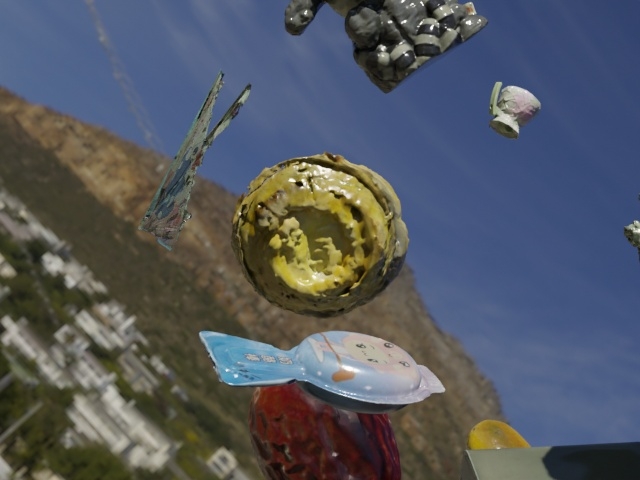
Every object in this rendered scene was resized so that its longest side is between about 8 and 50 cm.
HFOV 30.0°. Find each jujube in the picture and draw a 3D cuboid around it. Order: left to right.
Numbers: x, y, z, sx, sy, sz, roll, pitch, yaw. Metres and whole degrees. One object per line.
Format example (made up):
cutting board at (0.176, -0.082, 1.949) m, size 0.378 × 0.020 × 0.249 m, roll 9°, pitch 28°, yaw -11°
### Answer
jujube at (0.006, 0.266, 1.572) m, size 0.183 × 0.183 × 0.243 m, roll 122°, pitch -53°, yaw -69°

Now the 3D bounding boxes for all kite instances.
kite at (-0.194, -0.112, 1.805) m, size 0.014 × 0.406 × 0.368 m, roll 27°, pitch -45°, yaw -19°

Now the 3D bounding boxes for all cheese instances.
cheese at (0.007, 0.125, 1.176) m, size 0.135 × 0.244 × 0.052 m, roll -133°, pitch -126°, yaw -64°

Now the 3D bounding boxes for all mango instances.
mango at (0.312, 0.369, 1.996) m, size 0.161 × 0.103 × 0.076 m, roll 46°, pitch -45°, yaw 36°

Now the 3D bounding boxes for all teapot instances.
teapot at (0.275, -0.190, 1.742) m, size 0.083 × 0.064 × 0.064 m, roll 38°, pitch -13°, yaw -28°

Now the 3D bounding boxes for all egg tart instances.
egg tart at (0.000, 0.000, 1.839) m, size 0.279 × 0.279 × 0.095 m, roll 54°, pitch 6°, yaw -15°

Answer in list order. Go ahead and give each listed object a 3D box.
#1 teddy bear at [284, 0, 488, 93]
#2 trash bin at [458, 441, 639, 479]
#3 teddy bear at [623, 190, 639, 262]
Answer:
teddy bear at (0.053, -0.284, 1.438) m, size 0.251 × 0.171 × 0.144 m, roll 42°, pitch 1°, yaw -2°
trash bin at (0.309, 0.348, 1.506) m, size 0.164 × 0.240 × 0.122 m, roll -105°, pitch -166°, yaw -54°
teddy bear at (0.460, 0.008, 1.545) m, size 0.133 × 0.213 × 0.111 m, roll 0°, pitch -62°, yaw 24°
